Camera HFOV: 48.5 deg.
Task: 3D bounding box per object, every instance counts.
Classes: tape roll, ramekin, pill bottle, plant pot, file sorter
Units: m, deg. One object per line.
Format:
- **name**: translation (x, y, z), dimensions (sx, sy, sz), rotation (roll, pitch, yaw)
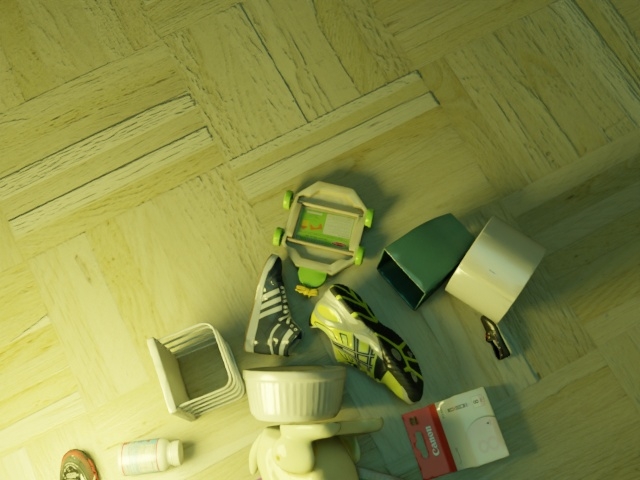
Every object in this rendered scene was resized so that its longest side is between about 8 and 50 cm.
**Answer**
- **tape roll**: translation (0.471, 0.077, 1.920), dimensions (0.169, 0.246, 0.246), rotation (34, 77, 13)
- **ramekin**: translation (-0.064, 0.394, 1.841), dimensions (0.272, 0.273, 0.127), rotation (-2, 83, 2)
- **pill bottle**: translation (-0.450, 0.572, 1.886), dimensions (0.160, 0.087, 0.087), rotation (-7, 72, 0)
- **plant pot**: translation (0.305, 0.043, 1.984), dimensions (0.234, 0.166, 0.165), rotation (-38, 75, -16)
- **file sorter**: translation (-0.315, 0.341, 1.855), dimensions (0.173, 0.278, 0.193), rotation (-21, 73, -6)

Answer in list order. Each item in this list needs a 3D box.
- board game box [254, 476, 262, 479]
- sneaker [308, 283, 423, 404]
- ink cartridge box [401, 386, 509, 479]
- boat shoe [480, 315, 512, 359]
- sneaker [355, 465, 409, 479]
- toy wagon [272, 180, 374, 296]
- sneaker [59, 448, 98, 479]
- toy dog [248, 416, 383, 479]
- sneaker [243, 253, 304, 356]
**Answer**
- **board game box**: translation (-0.139, 0.727, 1.846), dimensions (0.346, 0.056, 0.208), rotation (-28, 69, -6)
- **sneaker**: translation (0.129, 0.298, 1.942), dimensions (0.147, 0.145, 0.385), rotation (-46, 77, 21)
- **ink cartridge box**: translation (0.357, 0.514, 1.887), dimensions (0.232, 0.066, 0.189), rotation (-16, 73, -7)
- **boat shoe**: translation (0.477, 0.265, 1.961), dimensions (0.042, 0.049, 0.133), rotation (-24, 77, -13)
- **sneaker**: translation (0.189, 0.669, 1.822), dimensions (0.302, 0.108, 0.121), rotation (12, 74, 15)
- **toy wagon**: translation (0.000, 0.000, 2.058), dimensions (0.267, 0.068, 0.345), rotation (13, 74, 7)
- **sneaker**: translation (-0.637, 0.678, 1.837), dimensions (0.097, 0.135, 0.276), rotation (-10, 71, 1)
- **toy dog**: translation (-0.026, 0.645, 1.697), dimensions (0.395, 0.284, 0.408), rotation (-11, 73, 24)
- **sneaker**: translation (-0.108, 0.187, 1.985), dimensions (0.153, 0.099, 0.282), rotation (11, 80, 11)
